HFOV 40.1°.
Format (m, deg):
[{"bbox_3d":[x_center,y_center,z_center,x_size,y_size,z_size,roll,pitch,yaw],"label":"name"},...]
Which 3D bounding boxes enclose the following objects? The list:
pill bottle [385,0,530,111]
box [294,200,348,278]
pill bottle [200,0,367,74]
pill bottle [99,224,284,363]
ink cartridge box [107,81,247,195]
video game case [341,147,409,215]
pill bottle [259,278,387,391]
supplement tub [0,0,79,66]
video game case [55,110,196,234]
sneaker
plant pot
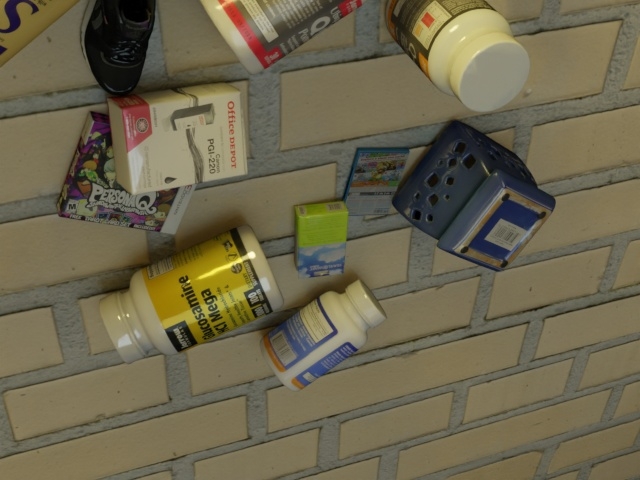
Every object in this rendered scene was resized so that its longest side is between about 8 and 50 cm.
[{"bbox_3d":[0.234,-0.348,1.516,0.162,0.278,0.162,-13,133,-14],"label":"pill bottle"},{"bbox_3d":[0.000,0.000,1.870,0.109,0.042,0.178,-6,133,-10],"label":"box"},{"bbox_3d":[-0.027,-0.419,1.397,0.319,0.176,0.176,-33,135,4],"label":"pill bottle"},{"bbox_3d":[-0.257,0.114,1.751,0.334,0.188,0.187,-24,135,-4],"label":"pill bottle"},{"bbox_3d":[-0.244,-0.179,1.523,0.218,0.092,0.158,-14,115,-27],"label":"ink cartridge box"},{"bbox_3d":[0.111,-0.122,1.844,0.119,0.015,0.166,-2,130,-24],"label":"video game case"},{"bbox_3d":[0.010,0.209,1.995,0.272,0.152,0.152,-36,135,7],"label":"pill bottle"},{"bbox_3d":[-0.472,-0.365,1.183,0.331,0.241,0.241,-37,135,8],"label":"supplement tub"},{"bbox_3d":[-0.340,-0.117,1.609,0.232,0.041,0.210,10,122,-32],"label":"video game case"},{"bbox_3d":[-0.311,-0.337,1.369,0.107,0.124,0.283,-4,131,-22],"label":"sneaker"},{"bbox_3d":[0.333,-0.076,1.844,0.236,0.212,0.236,20,114,-39],"label":"plant pot"}]
